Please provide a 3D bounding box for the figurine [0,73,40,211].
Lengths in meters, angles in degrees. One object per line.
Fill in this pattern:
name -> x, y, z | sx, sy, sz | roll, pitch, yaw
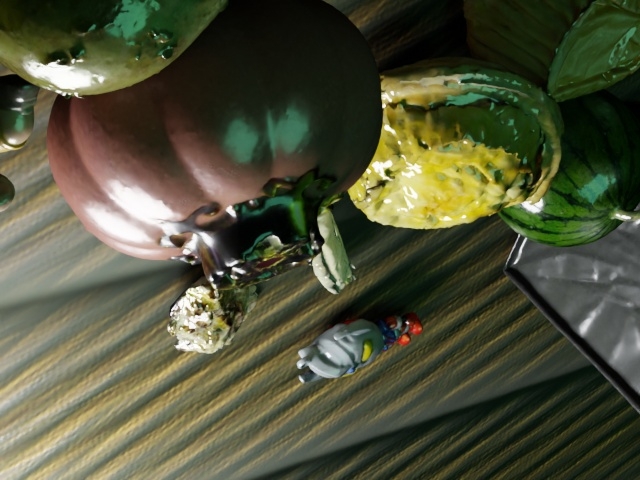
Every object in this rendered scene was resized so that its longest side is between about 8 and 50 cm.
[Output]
figurine -> -0.348, -0.063, 1.445 | 0.257, 0.167, 0.192 | -36, 106, -42

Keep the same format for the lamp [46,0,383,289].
lamp -> -0.083, -0.083, 1.579 | 0.305, 0.239, 0.305 | -21, 166, -5

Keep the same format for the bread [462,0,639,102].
bread -> 0.266, -0.245, 1.877 | 0.240, 0.139, 0.240 | -29, 145, -23

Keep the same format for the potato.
potato -> -0.156, -0.249, 1.410 | 0.307, 0.210, 0.173 | -49, 151, -4

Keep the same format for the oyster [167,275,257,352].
oyster -> -0.120, 0.077, 1.916 | 0.108, 0.053, 0.165 | -32, 152, 2

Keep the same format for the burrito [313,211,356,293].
burrito -> 0.000, 0.000, 1.962 | 0.045, 0.041, 0.185 | -56, 151, -23

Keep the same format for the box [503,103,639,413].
box -> 0.423, 0.024, 2.142 | 0.204, 0.345, 0.251 | -5, 129, -38

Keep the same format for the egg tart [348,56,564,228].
egg tart -> 0.113, -0.077, 1.836 | 0.291, 0.107, 0.291 | -2, 151, -1

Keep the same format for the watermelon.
watermelon -> 0.278, -0.077, 1.996 | 0.188, 0.214, 0.188 | -26, 146, -19

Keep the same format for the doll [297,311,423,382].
doll -> 0.041, 0.124, 2.113 | 0.195, 0.062, 0.104 | -14, 174, -45
